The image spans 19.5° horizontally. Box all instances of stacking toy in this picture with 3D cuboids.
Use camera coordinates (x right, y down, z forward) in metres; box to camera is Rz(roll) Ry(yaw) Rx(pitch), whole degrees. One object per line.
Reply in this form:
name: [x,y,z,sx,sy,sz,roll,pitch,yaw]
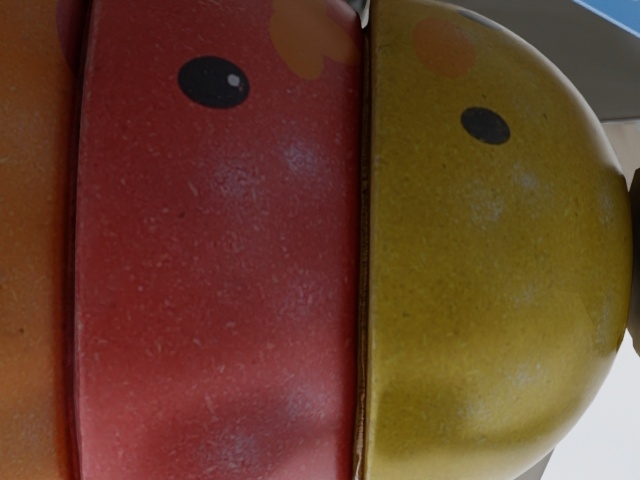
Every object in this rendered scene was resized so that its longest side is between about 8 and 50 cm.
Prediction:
stacking toy: [0.000,0.000,0.750,0.480,0.350,0.350,-1,-146,-1]

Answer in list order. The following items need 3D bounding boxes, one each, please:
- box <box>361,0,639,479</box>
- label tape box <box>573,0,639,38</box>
box: [0.073,0.018,1.020,0.148,0.311,0.121,-6,-136,-24]
label tape box: [0.140,-0.155,0.275,0.241,0.334,0.106,21,-124,-40]
